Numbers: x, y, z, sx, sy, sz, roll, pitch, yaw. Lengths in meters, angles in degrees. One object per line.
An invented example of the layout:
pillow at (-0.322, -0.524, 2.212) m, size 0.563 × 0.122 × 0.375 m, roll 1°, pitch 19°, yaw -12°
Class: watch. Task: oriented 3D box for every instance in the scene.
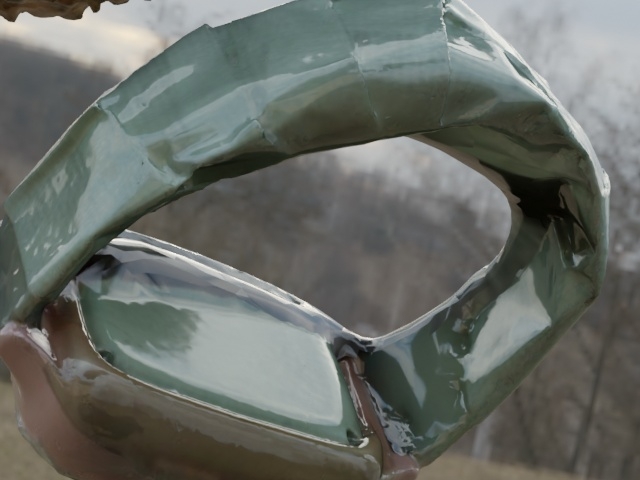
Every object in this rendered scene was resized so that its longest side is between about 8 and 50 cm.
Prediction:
watch at (0.000, 0.000, 0.792) m, size 0.253 × 0.241 × 0.162 m, roll 20°, pitch 26°, yaw -27°

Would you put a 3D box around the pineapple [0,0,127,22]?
pineapple at (-0.022, -0.208, 0.833) m, size 0.340 × 0.169 × 0.169 m, roll -12°, pitch 2°, yaw -6°
